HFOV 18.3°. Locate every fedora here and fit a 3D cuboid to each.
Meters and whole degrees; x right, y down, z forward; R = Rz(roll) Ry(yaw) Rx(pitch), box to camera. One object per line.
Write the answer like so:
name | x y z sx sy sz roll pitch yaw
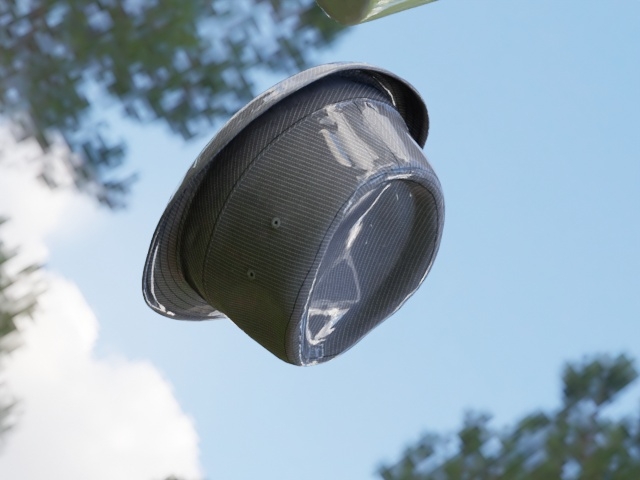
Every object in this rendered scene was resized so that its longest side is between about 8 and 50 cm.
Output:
fedora | 0.000 0.000 1.520 0.124 0.243 0.275 51 -58 33

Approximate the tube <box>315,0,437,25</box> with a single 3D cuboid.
tube | 0.104 -0.145 0.758 0.062 0.240 0.070 59 -26 24
